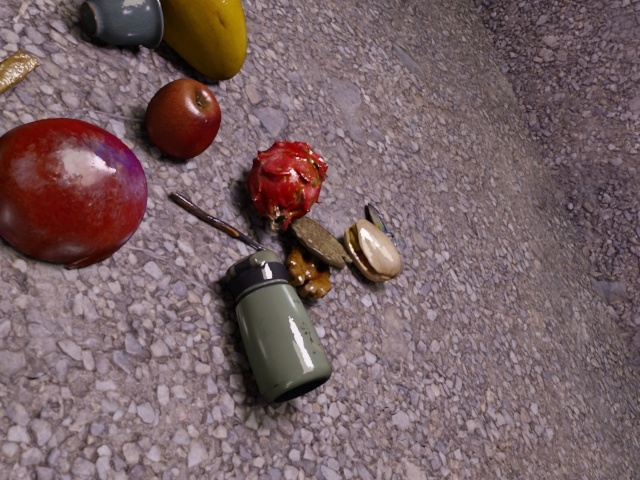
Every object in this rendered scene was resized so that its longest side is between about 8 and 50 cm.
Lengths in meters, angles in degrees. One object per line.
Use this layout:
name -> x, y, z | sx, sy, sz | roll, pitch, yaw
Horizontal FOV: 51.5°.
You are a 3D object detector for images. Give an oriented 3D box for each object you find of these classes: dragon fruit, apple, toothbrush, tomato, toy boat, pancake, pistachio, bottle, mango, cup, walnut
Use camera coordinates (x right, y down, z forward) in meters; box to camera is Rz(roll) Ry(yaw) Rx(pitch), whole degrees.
dragon fruit -> -0.098, -0.140, 1.721 | 0.210, 0.205, 0.268 | 34, 51, -30
apple -> -0.329, -0.293, 1.609 | 0.181, 0.168, 0.181 | 33, 41, -35
toothbrush -> -0.233, -0.031, 1.631 | 0.321, 0.023, 0.031 | 36, 38, -24
tomato -> -0.474, -0.106, 1.307 | 0.335, 0.176, 0.289 | 24, 50, -36
toy boat -> 0.182, -0.038, 2.058 | 0.084, 0.066, 0.210 | 60, 8, -57
pancake -> 0.000, 0.000, 1.795 | 0.212, 0.029, 0.235 | 43, 16, 12
pistachio -> 0.150, 0.032, 1.920 | 0.200, 0.117, 0.145 | 50, 40, 1
bottle -> -0.106, 0.180, 1.499 | 0.169, 0.168, 0.346 | 2, 56, -46
mango -> -0.350, -0.622, 1.761 | 0.220, 0.301, 0.445 | -48, 126, -36
cup -> -0.503, -0.558, 1.634 | 0.150, 0.199, 0.199 | -27, 83, -35
walnut -> -0.035, 0.084, 1.718 | 0.143, 0.069, 0.170 | 44, 30, -13

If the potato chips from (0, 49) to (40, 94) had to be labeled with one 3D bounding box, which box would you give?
potato chips -> -0.685, -0.258, 1.274 | 0.057, 0.080, 0.407 | 55, 32, -28
